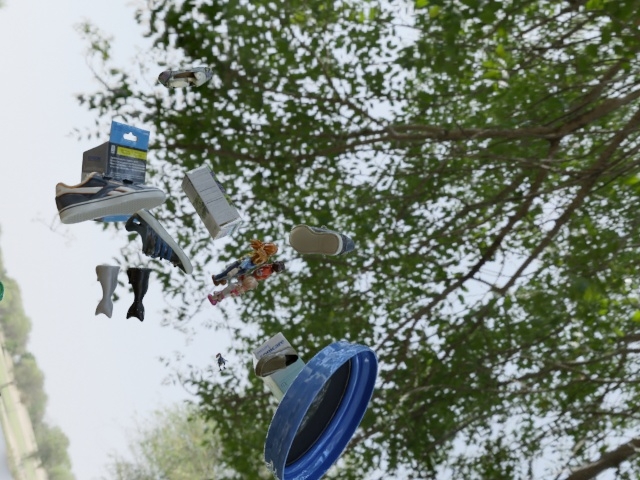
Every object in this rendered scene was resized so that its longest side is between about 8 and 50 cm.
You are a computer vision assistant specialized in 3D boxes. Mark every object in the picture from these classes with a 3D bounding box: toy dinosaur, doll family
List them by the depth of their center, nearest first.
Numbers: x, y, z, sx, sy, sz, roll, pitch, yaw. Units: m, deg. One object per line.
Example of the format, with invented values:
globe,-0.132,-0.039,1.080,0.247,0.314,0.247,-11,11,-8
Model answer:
doll family,-0.193,0.067,1.547,0.163,0.263,0.118,-25,-87,23
toy dinosaur,-0.392,0.468,2.292,0.090,0.047,0.082,15,-60,58

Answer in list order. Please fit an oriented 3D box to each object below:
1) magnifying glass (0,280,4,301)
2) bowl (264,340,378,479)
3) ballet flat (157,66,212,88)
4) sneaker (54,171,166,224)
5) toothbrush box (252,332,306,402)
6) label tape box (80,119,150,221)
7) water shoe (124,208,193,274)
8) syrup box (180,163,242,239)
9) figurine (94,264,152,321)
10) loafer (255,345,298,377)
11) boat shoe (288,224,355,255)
magnifying glass,-0.823,0.084,1.343,0.231,0.092,0.026,30,-54,9
bowl,0.005,0.426,1.455,0.077,0.391,0.391,25,-53,28
ballet flat,-0.256,-0.312,1.146,0.041,0.114,0.041,29,-52,47
sneaker,-0.624,-0.143,1.764,0.126,0.321,0.127,-38,-109,48
toothbrush box,-0.104,0.495,2.060,0.295,0.126,0.216,51,-20,17
label tape box,-0.709,-0.232,2.042,0.106,0.240,0.333,6,-87,14
water shoe,-0.397,0.017,1.448,0.203,0.080,0.073,54,-11,-18
syrup box,-0.372,-0.129,2.011,0.237,0.096,0.093,57,-33,8
figurine,-0.769,0.203,2.283,0.092,0.215,0.209,30,64,-81
loafer,-0.121,0.344,1.676,0.050,0.148,0.056,14,-59,44
boat shoe,0.000,0.000,1.817,0.254,0.079,0.095,3,-93,49
